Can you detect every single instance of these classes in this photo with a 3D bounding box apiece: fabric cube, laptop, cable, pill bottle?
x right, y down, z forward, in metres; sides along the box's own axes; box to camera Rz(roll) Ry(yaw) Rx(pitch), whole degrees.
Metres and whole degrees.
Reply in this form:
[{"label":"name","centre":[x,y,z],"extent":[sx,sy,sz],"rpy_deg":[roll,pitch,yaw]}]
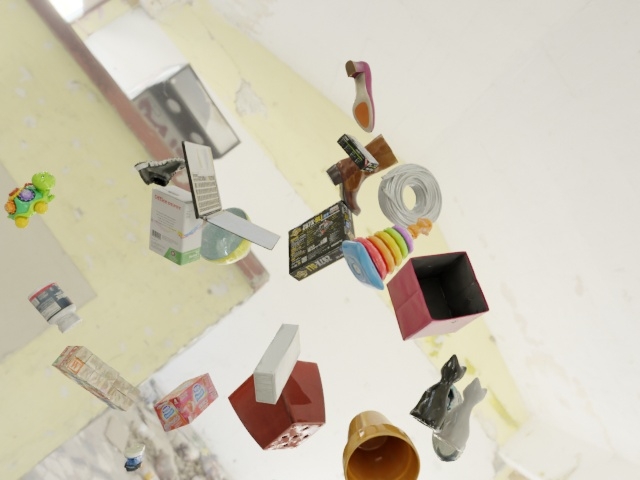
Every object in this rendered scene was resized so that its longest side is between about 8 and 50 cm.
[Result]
[{"label":"fabric cube","centre":[0.440,0.219,1.884],"extent":[0.258,0.254,0.259],"rpy_deg":[118,-39,-58]},{"label":"laptop","centre":[-0.312,-0.169,1.798],"extent":[0.382,0.236,0.408],"rpy_deg":[-92,173,-82]},{"label":"cable","centre":[0.340,-0.162,1.847],"extent":[0.089,0.257,0.257],"rpy_deg":[-12,-74,62]},{"label":"pill bottle","centre":[-0.967,0.246,1.786],"extent":[0.180,0.108,0.108],"rpy_deg":[51,-10,-4]}]

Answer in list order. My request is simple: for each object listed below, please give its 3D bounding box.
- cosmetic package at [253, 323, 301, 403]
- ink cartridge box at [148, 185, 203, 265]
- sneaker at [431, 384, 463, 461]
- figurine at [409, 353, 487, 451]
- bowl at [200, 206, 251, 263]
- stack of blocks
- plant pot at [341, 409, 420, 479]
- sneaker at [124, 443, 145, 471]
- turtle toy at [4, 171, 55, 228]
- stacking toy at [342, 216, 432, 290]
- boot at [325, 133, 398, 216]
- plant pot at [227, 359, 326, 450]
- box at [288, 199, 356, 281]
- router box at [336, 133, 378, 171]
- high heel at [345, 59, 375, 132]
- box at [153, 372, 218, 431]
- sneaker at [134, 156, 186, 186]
[{"label":"cosmetic package","centre":[-0.117,0.335,1.357],"extent":[0.239,0.060,0.099],"rpy_deg":[-56,148,-64]},{"label":"ink cartridge box","centre":[-0.595,-0.066,2.014],"extent":[0.201,0.117,0.278],"rpy_deg":[23,-65,27]},{"label":"sneaker","centre":[0.418,0.601,1.652],"extent":[0.283,0.110,0.122],"rpy_deg":[-74,144,-49]},{"label":"figurine","centre":[0.382,0.460,1.389],"extent":[0.215,0.209,0.092],"rpy_deg":[44,-18,-29]},{"label":"bowl","centre":[-0.415,0.005,2.283],"extent":[0.289,0.289,0.156],"rpy_deg":[42,-5,43]},{"label":"stack of blocks","centre":[-0.810,0.508,1.784],"extent":[0.171,0.087,0.297],"rpy_deg":[-12,-52,44]},{"label":"plant pot","centre":[0.153,0.580,1.359],"extent":[0.205,0.205,0.188],"rpy_deg":[53,1,-12]},{"label":"sneaker","centre":[-0.651,0.763,1.692],"extent":[0.058,0.085,0.152],"rpy_deg":[11,-15,-8]},{"label":"turtle toy","centre":[-0.608,-0.090,1.025],"extent":[0.066,0.130,0.095],"rpy_deg":[54,-4,-34]},{"label":"stacking toy","centre":[0.233,0.012,1.548],"extent":[0.175,0.301,0.165],"rpy_deg":[61,-15,-11]},{"label":"boot","centre":[0.193,-0.263,2.017],"extent":[0.264,0.280,0.096],"rpy_deg":[58,-1,-24]},{"label":"plant pot","centre":[-0.133,0.613,1.789],"extent":[0.267,0.267,0.236],"rpy_deg":[22,29,-46]},{"label":"box","centre":[0.000,0.000,2.114],"extent":[0.079,0.322,0.257],"rpy_deg":[39,32,-36]},{"label":"router box","centre":[0.114,-0.264,1.475],"extent":[0.122,0.038,0.092],"rpy_deg":[51,21,12]},{"label":"high heel","centre":[0.152,-0.468,1.591],"extent":[0.082,0.117,0.244],"rpy_deg":[-23,-97,40]},{"label":"box","centre":[-0.545,0.658,2.000],"extent":[0.123,0.128,0.257],"rpy_deg":[67,16,0]},{"label":"sneaker","centre":[-0.607,-0.261,1.901],"extent":[0.078,0.234,0.106],"rpy_deg":[-19,-89,36]}]
